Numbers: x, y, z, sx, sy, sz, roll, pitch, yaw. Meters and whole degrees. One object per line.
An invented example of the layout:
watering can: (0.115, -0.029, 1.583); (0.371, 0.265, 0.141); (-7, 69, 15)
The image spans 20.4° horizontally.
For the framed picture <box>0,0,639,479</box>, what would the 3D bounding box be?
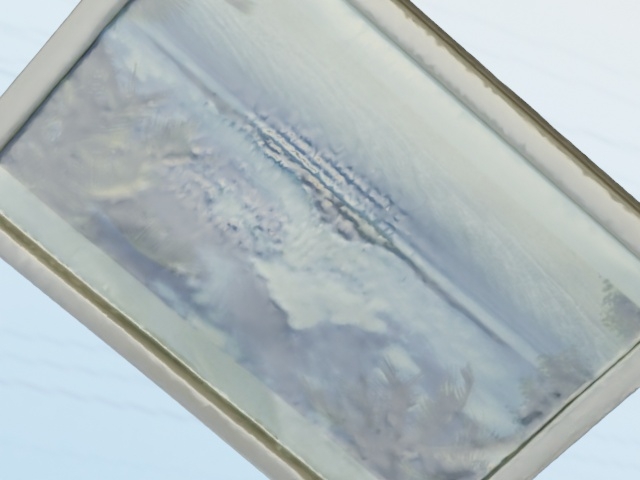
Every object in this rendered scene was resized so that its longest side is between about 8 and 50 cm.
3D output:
framed picture: (0.000, 0.000, 0.830); (0.315, 0.232, 0.024); (40, -157, -10)
